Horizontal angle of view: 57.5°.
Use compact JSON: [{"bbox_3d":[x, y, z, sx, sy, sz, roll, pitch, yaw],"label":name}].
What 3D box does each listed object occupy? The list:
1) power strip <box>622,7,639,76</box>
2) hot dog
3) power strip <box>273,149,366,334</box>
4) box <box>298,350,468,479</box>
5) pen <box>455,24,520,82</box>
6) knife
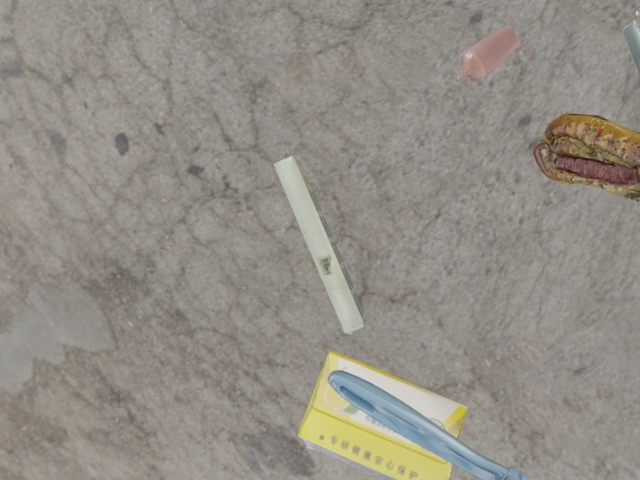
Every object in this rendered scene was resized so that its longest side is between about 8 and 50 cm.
[{"bbox_3d":[0.594,-0.286,1.024,0.027,0.060,0.252,-3,122,59],"label":"power strip"},{"bbox_3d":[0.472,-0.142,0.990,0.253,0.069,0.131,35,132,53],"label":"hot dog"},{"bbox_3d":[0.000,0.000,1.086,0.043,0.106,0.367,-23,90,6],"label":"power strip"},{"bbox_3d":[0.066,0.233,0.720,0.168,0.097,0.265,21,160,10],"label":"box"},{"bbox_3d":[0.263,-0.293,0.931,0.032,0.197,0.053,-20,106,51],"label":"pen"},{"bbox_3d":[0.133,0.163,0.392,0.313,0.019,0.044,26,145,25],"label":"knife"}]
